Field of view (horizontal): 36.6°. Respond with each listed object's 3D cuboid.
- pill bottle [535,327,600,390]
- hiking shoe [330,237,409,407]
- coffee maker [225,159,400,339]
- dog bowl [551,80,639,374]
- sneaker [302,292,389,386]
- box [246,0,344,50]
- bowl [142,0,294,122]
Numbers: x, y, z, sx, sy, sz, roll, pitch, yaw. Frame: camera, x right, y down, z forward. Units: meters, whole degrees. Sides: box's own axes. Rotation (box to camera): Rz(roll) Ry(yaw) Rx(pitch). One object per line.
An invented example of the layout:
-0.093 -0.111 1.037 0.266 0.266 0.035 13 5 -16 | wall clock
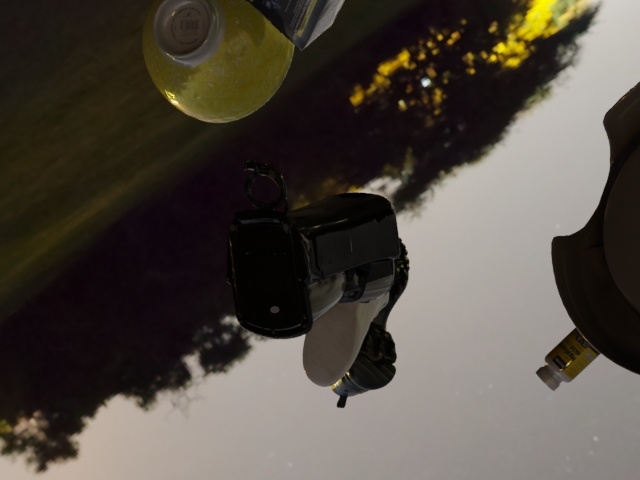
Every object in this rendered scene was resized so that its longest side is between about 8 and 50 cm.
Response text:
0.446 0.215 1.746 0.116 0.065 0.065 -47 -174 9 | pill bottle
0.064 0.115 1.603 0.132 0.113 0.304 -42 -150 52 | hiking shoe
0.000 0.000 0.993 0.178 0.120 0.171 -21 130 -54 | coffee maker
0.384 -0.020 0.872 0.349 0.102 0.348 -28 -133 35 | dog bowl
0.049 0.095 1.275 0.094 0.080 0.212 5 110 -57 | sneaker
-0.069 -0.509 1.435 0.097 0.318 0.395 -44 175 -26 | box
-0.204 -0.359 1.689 0.290 0.289 0.156 -31 169 17 | bowl
